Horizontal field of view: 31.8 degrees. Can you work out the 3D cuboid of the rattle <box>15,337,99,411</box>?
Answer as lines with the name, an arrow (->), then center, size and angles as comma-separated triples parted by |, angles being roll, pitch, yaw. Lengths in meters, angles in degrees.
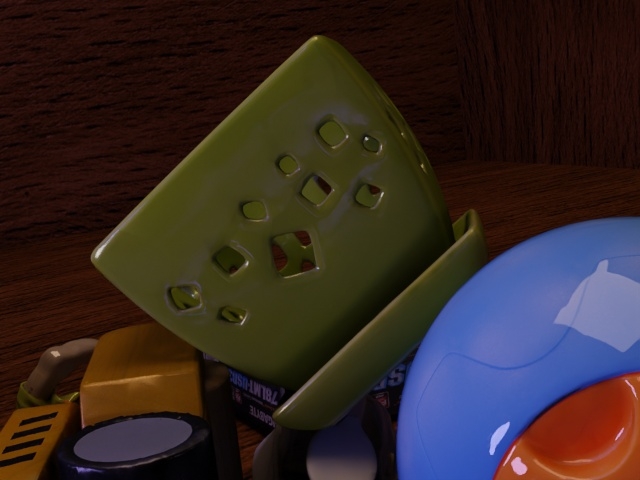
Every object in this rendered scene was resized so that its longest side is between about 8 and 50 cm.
rattle -> -0.226, 0.185, 1.246 | 0.143, 0.130, 0.199 | 13, -8, 31

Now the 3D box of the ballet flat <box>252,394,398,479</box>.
ballet flat -> 0.014, 0.188, 0.887 | 0.139, 0.139, 0.400 | -6, 10, 2

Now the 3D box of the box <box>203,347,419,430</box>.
box -> 0.025, 0.140, 1.326 | 0.295, 0.073, 0.293 | -11, 12, -27

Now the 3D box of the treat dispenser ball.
treat dispenser ball -> 0.190, 0.129, 0.686 | 0.288, 0.288, 0.288 | -6, 10, 1

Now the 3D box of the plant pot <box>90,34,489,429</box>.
plant pot -> 0.000, 0.000, 0.850 | 0.228, 0.207, 0.227 | -44, -1, 9

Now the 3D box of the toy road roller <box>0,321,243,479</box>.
toy road roller -> -0.178, 0.196, 0.769 | 0.240, 0.202, 0.329 | -6, 11, -1
